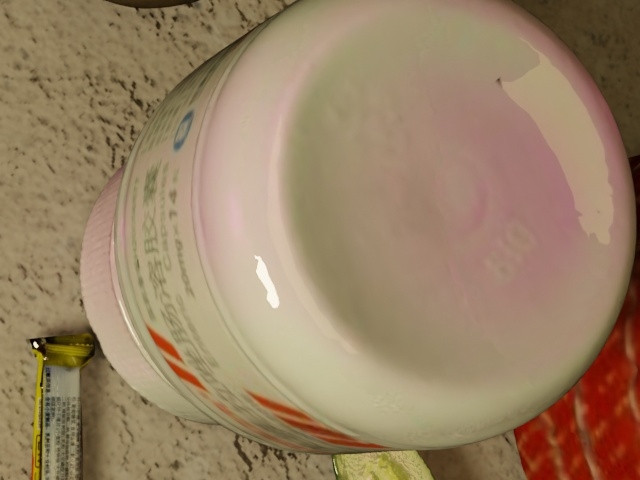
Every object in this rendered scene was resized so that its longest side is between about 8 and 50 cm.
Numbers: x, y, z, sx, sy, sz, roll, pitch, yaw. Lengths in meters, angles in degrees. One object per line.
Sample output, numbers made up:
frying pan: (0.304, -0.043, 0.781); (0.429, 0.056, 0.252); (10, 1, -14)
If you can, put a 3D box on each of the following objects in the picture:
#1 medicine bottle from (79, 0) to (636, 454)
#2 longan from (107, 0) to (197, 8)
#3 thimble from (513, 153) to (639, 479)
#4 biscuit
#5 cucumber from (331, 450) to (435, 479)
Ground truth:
medicine bottle: (0.000, 0.000, 0.890); (0.256, 0.325, 0.256); (4, 80, -26)
longan: (-0.109, -0.259, 0.960); (0.198, 0.198, 0.212); (2, 81, -26)
thimble: (0.324, 0.090, 1.086); (0.350, 0.230, 0.350); (4, 81, -26)
biscuit: (-0.166, 0.203, 0.942); (0.048, 0.026, 0.292); (6, 79, -29)
cucumber: (0.043, 0.170, 1.044); (0.067, 0.035, 0.107); (-25, 88, -16)
